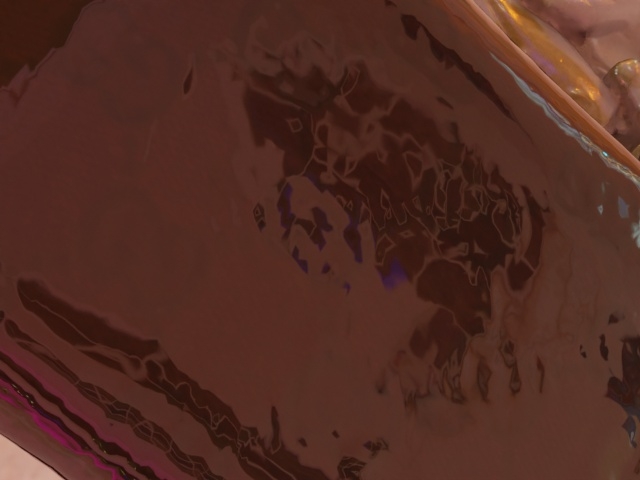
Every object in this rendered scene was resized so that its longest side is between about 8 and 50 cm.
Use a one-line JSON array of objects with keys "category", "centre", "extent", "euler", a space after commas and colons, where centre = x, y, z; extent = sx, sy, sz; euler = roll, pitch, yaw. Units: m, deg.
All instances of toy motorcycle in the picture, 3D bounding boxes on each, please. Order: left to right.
[{"category": "toy motorcycle", "centre": [0.107, -0.056, 0.670], "extent": [0.228, 0.074, 0.151], "euler": [26, 57, 2]}]

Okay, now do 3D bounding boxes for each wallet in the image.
[{"category": "wallet", "centre": [0.000, 0.000, 0.406], "extent": [0.049, 0.229, 0.182], "euler": [-23, 31, 54]}]
